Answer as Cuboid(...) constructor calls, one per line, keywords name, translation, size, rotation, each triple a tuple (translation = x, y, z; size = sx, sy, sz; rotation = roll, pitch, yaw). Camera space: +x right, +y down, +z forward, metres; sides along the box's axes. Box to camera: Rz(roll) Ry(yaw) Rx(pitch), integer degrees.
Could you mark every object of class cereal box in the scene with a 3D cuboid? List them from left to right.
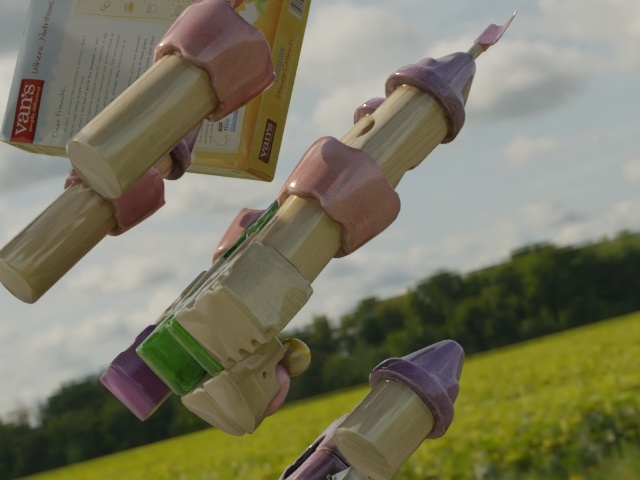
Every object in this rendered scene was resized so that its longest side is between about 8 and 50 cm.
Cuboid(name="cereal box", translation=(-0.131, -0.144, 1.326), size=(0.240, 0.173, 0.047), rotation=(9, -7, 29))

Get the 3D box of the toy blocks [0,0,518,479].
Cuboid(name="toy blocks", translation=(0.000, 0.000, 1.073), size=(0.260, 0.309, 0.288), rotation=(-46, 4, -28))
